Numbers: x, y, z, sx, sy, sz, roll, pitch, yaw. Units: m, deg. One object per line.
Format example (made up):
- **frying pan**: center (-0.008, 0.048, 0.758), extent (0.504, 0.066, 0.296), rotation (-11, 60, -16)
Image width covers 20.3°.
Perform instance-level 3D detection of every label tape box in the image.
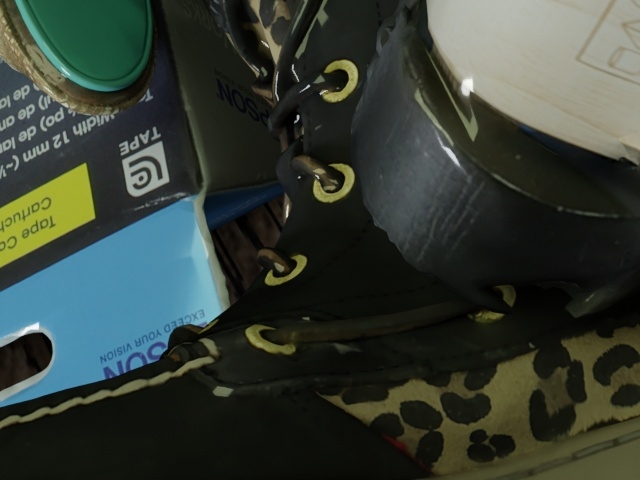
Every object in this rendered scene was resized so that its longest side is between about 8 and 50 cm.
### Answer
- **label tape box**: center (-0.141, -0.043, 0.808), extent (0.249, 0.115, 0.348), rotation (-26, 62, 23)

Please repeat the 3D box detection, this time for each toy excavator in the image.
- **toy excavator**: center (0.116, -0.211, 0.549), extent (0.222, 0.433, 0.445), rotation (116, 172, -52)

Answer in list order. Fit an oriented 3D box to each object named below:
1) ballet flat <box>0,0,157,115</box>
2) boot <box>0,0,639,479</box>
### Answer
- **ballet flat**: center (-0.117, -0.119, 0.723), extent (0.067, 0.073, 0.206), rotation (-48, 47, 40)
- **boot**: center (0.000, 0.000, 0.601), extent (0.377, 0.138, 0.284), rotation (-9, 56, -10)
